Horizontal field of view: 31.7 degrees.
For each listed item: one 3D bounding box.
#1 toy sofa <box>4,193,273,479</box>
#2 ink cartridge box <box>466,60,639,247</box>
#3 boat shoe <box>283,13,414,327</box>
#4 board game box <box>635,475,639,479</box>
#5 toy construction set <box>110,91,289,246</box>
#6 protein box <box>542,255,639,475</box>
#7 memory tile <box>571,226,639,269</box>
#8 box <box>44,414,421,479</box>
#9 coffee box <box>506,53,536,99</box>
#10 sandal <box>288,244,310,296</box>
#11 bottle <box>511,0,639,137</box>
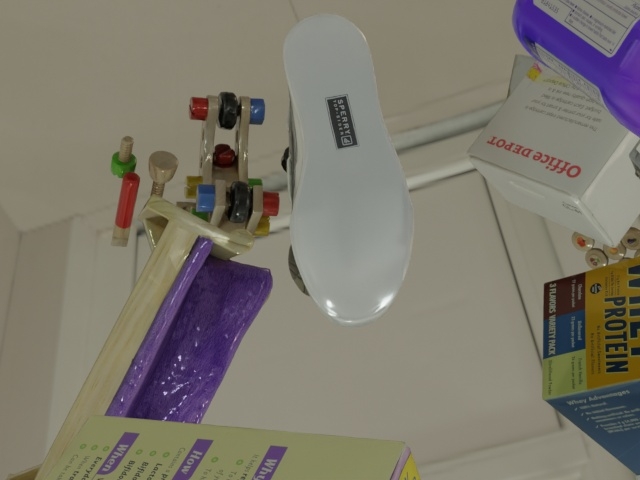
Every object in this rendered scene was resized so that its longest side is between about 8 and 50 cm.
[{"bbox_3d":[-0.182,0.147,1.192,0.177,0.150,0.362,28,80,-8],"label":"toy sofa"},{"bbox_3d":[0.382,-0.172,1.528,0.306,0.226,0.131,-53,129,-5],"label":"ink cartridge box"},{"bbox_3d":[0.016,-0.056,1.027,0.108,0.301,0.102,-9,156,-4],"label":"boat shoe"},{"bbox_3d":[0.562,0.260,1.486,0.316,0.064,0.242,-3,102,44],"label":"board game box"},{"bbox_3d":[-0.175,-0.052,1.665,0.309,0.257,0.237,-16,144,-33],"label":"toy construction set"},{"bbox_3d":[0.356,0.120,1.114,0.200,0.136,0.201,-19,138,35],"label":"protein box"},{"bbox_3d":[0.464,0.029,1.741,0.148,0.012,0.113,54,135,0],"label":"memory tile"},{"bbox_3d":[-0.077,0.227,0.682,0.243,0.213,0.117,-1,126,27],"label":"box"},{"bbox_3d":[0.393,-0.205,1.776,0.246,0.098,0.141,0,103,-51],"label":"coffee box"},{"bbox_3d":[0.000,0.000,1.793,0.060,0.090,0.219,-12,131,-30],"label":"sandal"},{"bbox_3d":[0.240,-0.115,0.776,0.118,0.283,0.092,20,111,-29],"label":"bottle"}]
